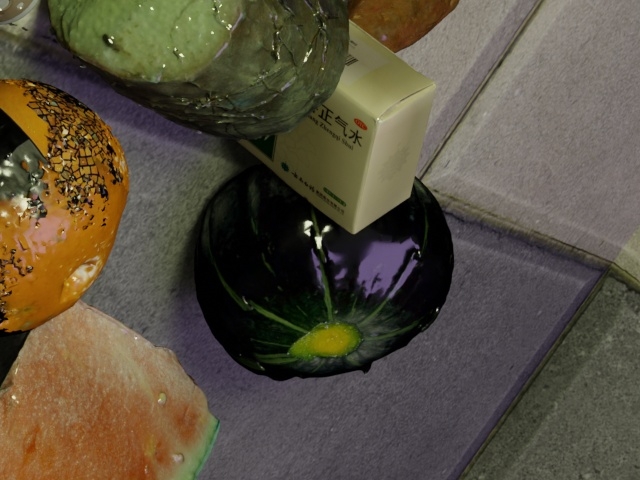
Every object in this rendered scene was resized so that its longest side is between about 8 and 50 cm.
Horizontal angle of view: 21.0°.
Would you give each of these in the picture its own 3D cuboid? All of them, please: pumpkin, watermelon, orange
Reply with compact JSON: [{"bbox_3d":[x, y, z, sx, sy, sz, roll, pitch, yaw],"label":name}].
[{"bbox_3d":[0.000,0.000,1.935,0.296,0.296,0.296,-40,153,-25],"label":"pumpkin"},{"bbox_3d":[-0.224,0.208,1.648,0.319,0.222,0.292,124,-11,-60],"label":"watermelon"},{"bbox_3d":[-0.272,-0.023,1.489,0.234,0.182,0.234,-54,167,-18],"label":"orange"}]

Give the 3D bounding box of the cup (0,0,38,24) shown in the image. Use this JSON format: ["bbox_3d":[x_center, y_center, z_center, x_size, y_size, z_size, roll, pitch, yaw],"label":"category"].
[{"bbox_3d":[-0.253,-0.225,1.345,0.102,0.074,0.099,-32,158,5],"label":"cup"}]

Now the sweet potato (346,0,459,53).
[{"bbox_3d":[0.082,-0.253,1.866,0.252,0.097,0.097,-45,157,-37],"label":"sweet potato"}]

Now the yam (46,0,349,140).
[{"bbox_3d":[-0.101,-0.200,1.531,0.202,0.201,0.271,-55,149,5],"label":"yam"}]

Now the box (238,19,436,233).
[{"bbox_3d":[0.002,-0.139,1.754,0.095,0.212,0.168,-32,149,-35],"label":"box"}]
